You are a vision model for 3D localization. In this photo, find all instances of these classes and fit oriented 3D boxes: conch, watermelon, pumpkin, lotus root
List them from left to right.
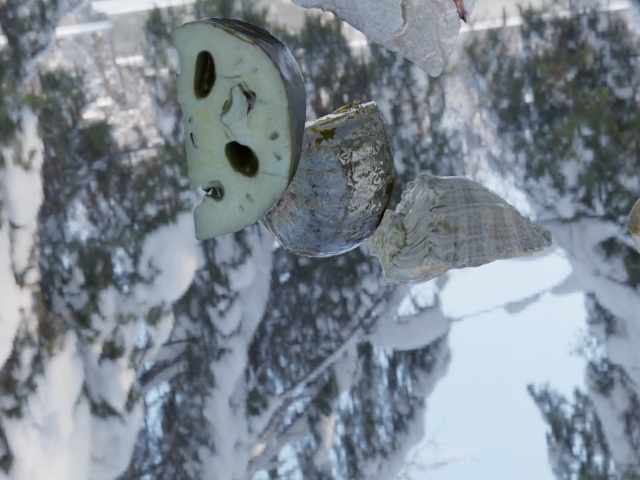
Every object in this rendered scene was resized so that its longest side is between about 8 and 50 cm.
[{"bbox_3d":[-0.085,-0.123,1.080,0.138,0.234,0.119,7,-157,11],"label":"lotus root"},{"bbox_3d":[0.010,-0.095,1.649,0.242,0.232,0.325,-27,-167,-26],"label":"pumpkin"},{"bbox_3d":[0.065,-0.285,0.883,0.310,0.193,0.231,-3,-140,-43],"label":"watermelon"},{"bbox_3d":[0.248,-0.030,1.901,0.353,0.209,0.297,-16,-172,1],"label":"conch"}]

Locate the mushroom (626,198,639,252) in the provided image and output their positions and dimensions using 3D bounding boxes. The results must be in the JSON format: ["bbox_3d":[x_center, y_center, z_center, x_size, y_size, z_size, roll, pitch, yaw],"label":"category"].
[{"bbox_3d":[0.680,0.050,1.966,0.123,0.351,0.095,-33,-147,-5],"label":"mushroom"}]
